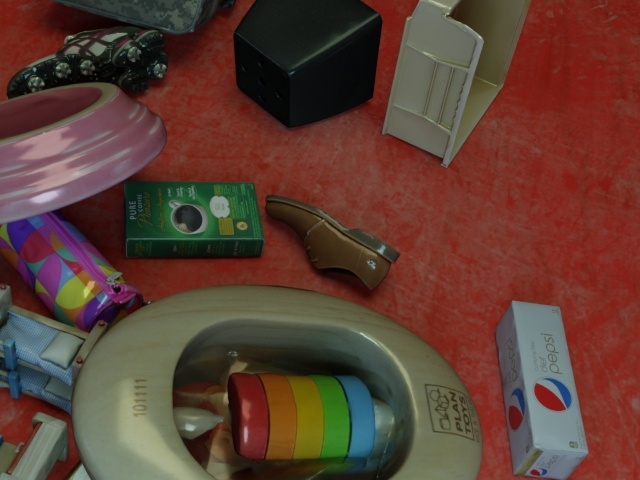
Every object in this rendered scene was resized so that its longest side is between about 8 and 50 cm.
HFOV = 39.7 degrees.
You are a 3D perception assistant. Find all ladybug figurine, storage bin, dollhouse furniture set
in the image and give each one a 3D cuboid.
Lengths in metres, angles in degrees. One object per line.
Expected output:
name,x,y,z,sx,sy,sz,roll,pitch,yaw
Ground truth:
ladybug figurine,-0.038,0.202,0.928,0.449,0.162,0.305,9,52,-21
storage bin,0.225,-0.306,1.407,0.123,0.260,0.262,26,48,15
dollhouse furniture set,-0.323,0.167,0.939,0.129,0.129,0.183,19,48,3

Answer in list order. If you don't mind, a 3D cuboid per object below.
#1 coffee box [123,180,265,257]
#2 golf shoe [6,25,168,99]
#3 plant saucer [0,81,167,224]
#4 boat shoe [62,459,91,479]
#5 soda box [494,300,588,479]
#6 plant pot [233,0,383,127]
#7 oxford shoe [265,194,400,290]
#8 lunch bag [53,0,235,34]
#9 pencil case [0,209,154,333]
coffee box,-0.175,-0.030,1.209,0.184,0.040,0.113,-1,49,-15
golf shoe,-0.362,-0.255,1.339,0.120,0.105,0.273,29,41,32
plant saucer,-0.361,-0.119,1.104,0.332,0.084,0.332,-12,24,5
boat shoe,-0.214,0.229,0.966,0.059,0.063,0.170,44,49,-6
soda box,0.272,0.184,1.108,0.069,0.074,0.216,8,48,-8
plant pot,-0.034,-0.292,1.392,0.167,0.187,0.188,-39,67,-24
oxford shoe,0.000,0.000,1.213,0.212,0.076,0.076,29,88,25
lunch bag,-0.290,-0.476,1.463,0.305,0.212,0.256,15,24,0
pencil case,-0.313,0.030,1.085,0.236,0.104,0.104,40,52,22
